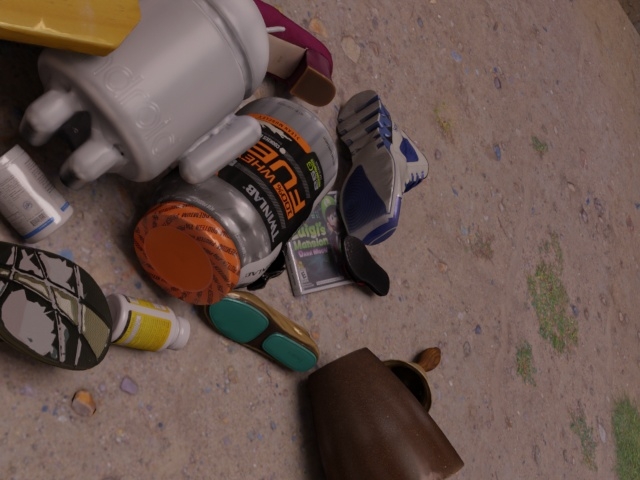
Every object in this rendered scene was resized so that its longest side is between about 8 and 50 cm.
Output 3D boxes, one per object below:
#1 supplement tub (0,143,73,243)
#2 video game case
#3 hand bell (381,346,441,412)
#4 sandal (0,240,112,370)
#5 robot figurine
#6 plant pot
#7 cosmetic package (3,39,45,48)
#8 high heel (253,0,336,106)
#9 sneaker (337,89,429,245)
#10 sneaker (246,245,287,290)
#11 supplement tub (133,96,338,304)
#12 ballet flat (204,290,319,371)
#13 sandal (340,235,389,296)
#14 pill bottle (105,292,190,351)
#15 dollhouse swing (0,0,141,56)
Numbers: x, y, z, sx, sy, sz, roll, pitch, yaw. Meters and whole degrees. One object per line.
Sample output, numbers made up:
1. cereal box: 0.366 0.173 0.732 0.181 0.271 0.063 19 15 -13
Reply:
1. supplement tub: -0.360 -0.056 0.979 0.107 0.071 0.071 55 42 -19
2. video game case: 0.000 0.000 1.419 0.190 0.022 0.173 -9 83 -51
3. hand bell: 0.180 0.243 1.497 0.242 0.126 0.126 -26 96 -64
4. sandal: -0.377 0.056 0.914 0.303 0.086 0.120 27 61 -23
5. robot figurine: -0.205 -0.213 1.015 0.353 0.200 0.300 -45 108 -21
6. plant pot: 0.079 0.295 1.276 0.215 0.215 0.230 -10 70 -51
7. cosmetic package: -0.385 -0.421 1.059 0.160 0.113 0.309 2 74 -50
8. high heel: -0.132 -0.370 1.377 0.377 0.127 0.181 36 22 -31
9. sneaker: 0.136 -0.124 1.527 0.182 0.127 0.315 32 44 -39
10. sneaker: -0.080 0.034 1.258 0.170 0.089 0.051 -38 105 -49
11. supplement tub: -0.118 -0.060 1.169 0.193 0.194 0.316 56 42 -19
12. ballet flat: -0.094 0.128 1.236 0.232 0.080 0.073 41 20 -36
13. sandal: 0.072 0.052 1.444 0.179 0.040 0.067 46 49 -49
14. pill bottle: -0.233 0.113 1.067 0.116 0.065 0.065 22 60 -43
15. dollhouse swing: -0.423 -0.320 0.859 0.305 0.315 0.346 4 73 -61
